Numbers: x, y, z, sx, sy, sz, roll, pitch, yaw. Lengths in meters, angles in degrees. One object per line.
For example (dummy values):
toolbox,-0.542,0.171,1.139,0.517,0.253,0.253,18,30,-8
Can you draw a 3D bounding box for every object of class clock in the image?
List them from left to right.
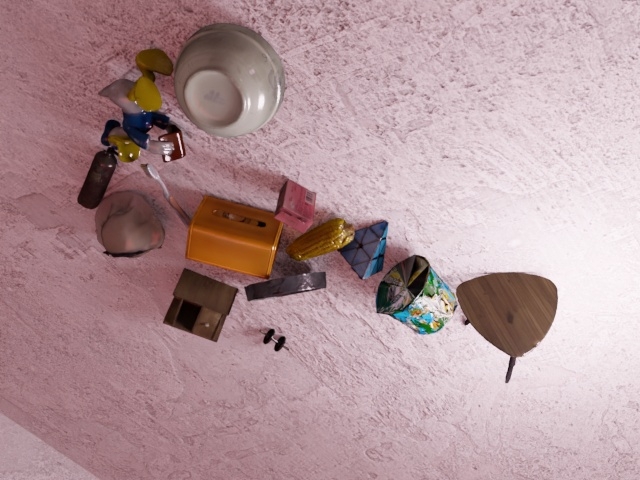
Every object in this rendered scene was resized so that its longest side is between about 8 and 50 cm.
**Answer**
clock,-0.114,0.155,1.873,0.280,0.280,0.056,-13,83,19

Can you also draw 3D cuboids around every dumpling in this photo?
dumpling,-0.656,-0.036,1.870,0.292,0.163,0.205,3,134,23

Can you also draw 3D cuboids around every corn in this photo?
corn,0.000,0.000,1.823,0.261,0.097,0.097,-23,122,30

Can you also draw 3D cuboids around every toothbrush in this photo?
toothbrush,-0.469,-0.118,1.791,0.037,0.028,0.375,9,149,23

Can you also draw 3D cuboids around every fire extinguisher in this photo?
fire extinguisher,-0.699,-0.203,1.787,0.268,0.072,0.089,-49,65,36

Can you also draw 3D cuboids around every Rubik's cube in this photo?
Rubik's cube,0.143,-0.005,1.818,0.190,0.211,0.178,35,106,11

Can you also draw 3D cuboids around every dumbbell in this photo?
dumbbell,-0.179,0.387,2.182,0.147,0.069,0.069,37,125,-20

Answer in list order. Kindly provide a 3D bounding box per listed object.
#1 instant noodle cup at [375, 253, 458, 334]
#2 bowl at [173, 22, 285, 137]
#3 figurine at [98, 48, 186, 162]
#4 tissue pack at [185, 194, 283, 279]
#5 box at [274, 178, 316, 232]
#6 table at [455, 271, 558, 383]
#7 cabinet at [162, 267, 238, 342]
instant noodle cup,0.322,0.190,1.839,0.240,0.240,0.178,-34,119,31
bowl,-0.258,-0.406,1.504,0.306,0.163,0.307,6,128,8
figurine,-0.514,-0.343,1.624,0.338,0.205,0.283,-19,131,38
tissue pack,-0.267,-0.018,1.795,0.274,0.194,0.145,15,125,-3
box,-0.076,-0.106,1.711,0.111,0.156,0.060,29,126,-17
table,0.634,0.280,1.869,0.316,0.318,0.249,-1,141,11
cabinet,-0.439,0.242,2.060,0.215,0.148,0.175,22,129,-9
